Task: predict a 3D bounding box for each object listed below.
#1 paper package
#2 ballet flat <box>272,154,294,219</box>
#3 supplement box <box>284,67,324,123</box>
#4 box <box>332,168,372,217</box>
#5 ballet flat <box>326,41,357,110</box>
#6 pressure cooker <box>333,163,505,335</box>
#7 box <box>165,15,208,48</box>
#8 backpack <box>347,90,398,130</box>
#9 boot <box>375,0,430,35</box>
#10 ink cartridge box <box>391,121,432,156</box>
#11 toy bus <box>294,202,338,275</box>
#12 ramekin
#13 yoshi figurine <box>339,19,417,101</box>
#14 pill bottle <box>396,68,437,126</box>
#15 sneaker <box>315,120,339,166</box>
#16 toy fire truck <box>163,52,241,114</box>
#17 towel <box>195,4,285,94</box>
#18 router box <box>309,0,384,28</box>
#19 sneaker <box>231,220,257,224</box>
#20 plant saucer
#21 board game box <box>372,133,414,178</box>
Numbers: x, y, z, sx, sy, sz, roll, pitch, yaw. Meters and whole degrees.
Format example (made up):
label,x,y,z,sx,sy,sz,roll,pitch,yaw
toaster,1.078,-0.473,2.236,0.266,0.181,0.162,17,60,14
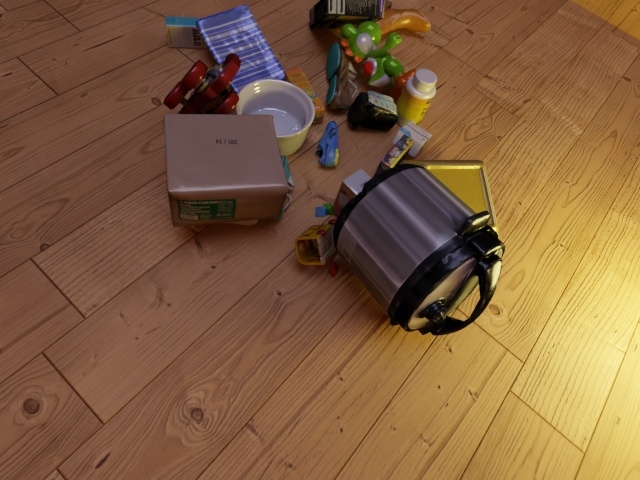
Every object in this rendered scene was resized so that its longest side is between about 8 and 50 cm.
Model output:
label,x,y,z,sx,sy,sz,roll,pitch,yaw
paper package,-0.278,-0.212,1.202,0.324,0.168,0.310,-5,58,-17
ballet flat,-0.134,-0.169,1.371,0.087,0.083,0.248,30,55,-28
supplement box,-0.065,-0.559,1.597,0.077,0.080,0.234,-20,68,-18
box,0.124,-0.120,1.330,0.091,0.171,0.130,-38,73,-28
ballet flat,0.092,-0.658,1.675,0.123,0.116,0.343,16,56,-25
pressure cooker,0.280,0.048,1.132,0.375,0.370,0.420,-42,60,6
box,-0.491,-0.835,1.657,0.243,0.101,0.060,-4,62,-14
backpack,0.211,-0.496,1.580,0.181,0.152,0.115,7,68,-21
boot,0.345,-1.011,1.930,0.295,0.104,0.211,34,65,15
ink cartridge box,0.352,-0.390,1.556,0.104,0.060,0.180,35,38,9
toy bus,-0.005,-0.001,1.272,0.104,0.202,0.191,-2,64,23
ramekin,-0.166,-0.430,1.470,0.276,0.135,0.278,5,61,-9
yoshi figurine,0.247,-0.764,1.681,0.362,0.203,0.203,44,31,-1
pill bottle,0.370,-0.550,1.596,0.117,0.215,0.118,5,60,-8
sneaker,0.022,-0.361,1.507,0.082,0.069,0.210,2,61,-5
toy fire truck,-0.375,-0.530,1.404,0.169,0.302,0.254,38,51,-30
towel,-0.303,-0.745,1.611,0.243,0.040,0.336,-31,92,-24
router box,0.103,-0.967,1.754,0.242,0.081,0.309,-5,19,-13
sneaker,-0.318,-0.137,1.301,0.255,0.094,0.151,8,58,-10
plant saucer,0.461,-0.139,1.411,0.332,0.081,0.334,-3,77,-14
board game box,0.252,-0.275,1.460,0.048,0.141,0.170,36,60,10
